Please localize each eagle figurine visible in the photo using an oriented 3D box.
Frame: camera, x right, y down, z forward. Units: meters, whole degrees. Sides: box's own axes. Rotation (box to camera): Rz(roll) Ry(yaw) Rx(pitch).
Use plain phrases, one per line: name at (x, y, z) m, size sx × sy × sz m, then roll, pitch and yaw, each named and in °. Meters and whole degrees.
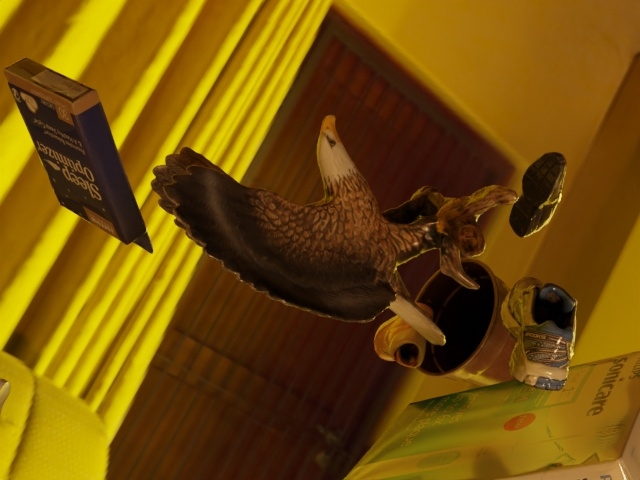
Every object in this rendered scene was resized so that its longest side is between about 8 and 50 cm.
eagle figurine at (-0.003, -0.010, 0.859) m, size 0.298 × 0.225 × 0.226 m, roll -9°, pitch -35°, yaw -15°

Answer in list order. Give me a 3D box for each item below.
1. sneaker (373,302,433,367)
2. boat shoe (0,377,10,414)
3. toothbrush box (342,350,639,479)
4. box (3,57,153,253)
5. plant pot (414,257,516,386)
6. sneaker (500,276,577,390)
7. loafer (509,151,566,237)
sneaker at (0.101, 0.139, 1.160) m, size 0.051 × 0.070 × 0.134 m, roll 23°, pitch -37°, yaw -9°
boat shoe at (-0.386, 0.186, 1.038) m, size 0.035 × 0.035 × 0.100 m, roll 35°, pitch -46°, yaw 3°
toothbrush box at (0.185, 0.225, 0.839) m, size 0.296 × 0.216 × 0.126 m, roll -19°, pitch -82°, yaw 35°
box at (-0.263, -0.082, 0.994) m, size 0.136 × 0.036 × 0.225 m, roll 26°, pitch -36°, yaw 36°
plant pot at (0.232, 0.131, 1.223) m, size 0.165 × 0.167 × 0.167 m, roll 27°, pitch -7°, yaw -30°
sneaker at (0.169, 0.055, 0.668) m, size 0.052 × 0.058 × 0.135 m, roll 14°, pitch 24°, yaw -1°
loafer at (0.352, -0.078, 1.418) m, size 0.062 × 0.061 × 0.170 m, roll 58°, pitch -29°, yaw 30°
